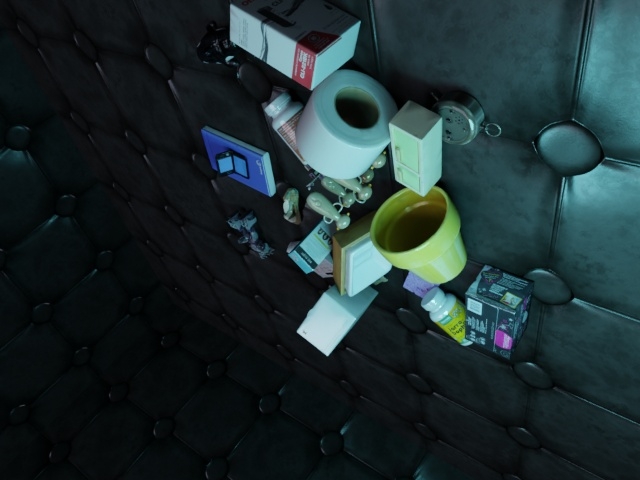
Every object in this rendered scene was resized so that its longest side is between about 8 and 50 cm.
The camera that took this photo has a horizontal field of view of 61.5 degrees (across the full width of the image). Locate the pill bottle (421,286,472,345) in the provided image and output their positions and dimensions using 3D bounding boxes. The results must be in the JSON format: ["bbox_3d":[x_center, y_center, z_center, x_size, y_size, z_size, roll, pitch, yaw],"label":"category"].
[{"bbox_3d":[0.453,0.256,1.857,0.208,0.117,0.117,40,151,-7],"label":"pill bottle"}]

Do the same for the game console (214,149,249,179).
[{"bbox_3d":[-0.341,-0.283,2.083,0.122,0.107,0.071,91,154,-52],"label":"game console"}]

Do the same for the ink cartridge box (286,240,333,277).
[{"bbox_3d":[-0.009,0.077,2.286,0.225,0.056,0.181,35,156,-27],"label":"ink cartridge box"}]

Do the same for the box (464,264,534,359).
[{"bbox_3d":[0.553,0.222,1.686,0.163,0.142,0.247,23,145,32],"label":"box"}]

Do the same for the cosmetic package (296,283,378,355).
[{"bbox_3d":[0.074,0.269,2.068,0.155,0.365,0.197,38,110,8],"label":"cosmetic package"}]

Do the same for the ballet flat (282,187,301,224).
[{"bbox_3d":[-0.120,-0.121,2.115,0.073,0.067,0.206,27,148,24],"label":"ballet flat"}]

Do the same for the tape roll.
[{"bbox_3d":[0.069,-0.311,1.457,0.246,0.246,0.169,41,151,1],"label":"tape roll"}]

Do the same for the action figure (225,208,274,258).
[{"bbox_3d":[-0.317,-0.015,2.467,0.185,0.099,0.285,10,141,36],"label":"action figure"}]

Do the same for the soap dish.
[{"bbox_3d":[0.146,0.044,1.872,0.118,0.229,0.291,46,156,29],"label":"soap dish"}]

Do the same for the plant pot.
[{"bbox_3d":[0.313,0.000,1.602,0.254,0.254,0.239,9,153,45],"label":"plant pot"}]

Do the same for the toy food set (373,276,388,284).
[{"bbox_3d":[0.173,0.094,2.089,0.192,0.038,0.132,39,158,-5],"label":"toy food set"}]

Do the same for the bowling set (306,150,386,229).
[{"bbox_3d":[0.100,-0.193,1.699,0.154,0.200,0.287,38,109,-1],"label":"bowling set"}]

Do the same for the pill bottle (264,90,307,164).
[{"bbox_3d":[-0.072,-0.355,1.693,0.216,0.121,0.121,50,150,-13],"label":"pill bottle"}]

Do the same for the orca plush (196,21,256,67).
[{"bbox_3d":[-0.312,-0.589,1.689,0.287,0.102,0.151,21,144,33],"label":"orca plush"}]

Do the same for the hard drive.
[{"bbox_3d":[-0.324,-0.314,2.133,0.319,0.040,0.210,27,147,26],"label":"hard drive"}]

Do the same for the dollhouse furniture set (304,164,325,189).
[{"bbox_3d":[-0.012,-0.225,1.833,0.091,0.081,0.114,49,150,-12],"label":"dollhouse furniture set"}]

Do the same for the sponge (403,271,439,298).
[{"bbox_3d":[0.368,0.132,1.901,0.117,0.031,0.210,32,150,16],"label":"sponge"}]

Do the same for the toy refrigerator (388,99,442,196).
[{"bbox_3d":[0.251,-0.232,1.418,0.102,0.094,0.269,35,167,24],"label":"toy refrigerator"}]

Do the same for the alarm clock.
[{"bbox_3d":[0.352,-0.293,1.330,0.192,0.064,0.129,22,145,26],"label":"alarm clock"}]

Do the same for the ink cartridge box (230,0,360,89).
[{"bbox_3d":[-0.068,-0.535,1.371,0.273,0.197,0.114,34,148,14],"label":"ink cartridge box"}]

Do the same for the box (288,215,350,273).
[{"bbox_3d":[0.000,0.000,1.950,0.100,0.244,0.060,47,150,-7],"label":"box"}]
